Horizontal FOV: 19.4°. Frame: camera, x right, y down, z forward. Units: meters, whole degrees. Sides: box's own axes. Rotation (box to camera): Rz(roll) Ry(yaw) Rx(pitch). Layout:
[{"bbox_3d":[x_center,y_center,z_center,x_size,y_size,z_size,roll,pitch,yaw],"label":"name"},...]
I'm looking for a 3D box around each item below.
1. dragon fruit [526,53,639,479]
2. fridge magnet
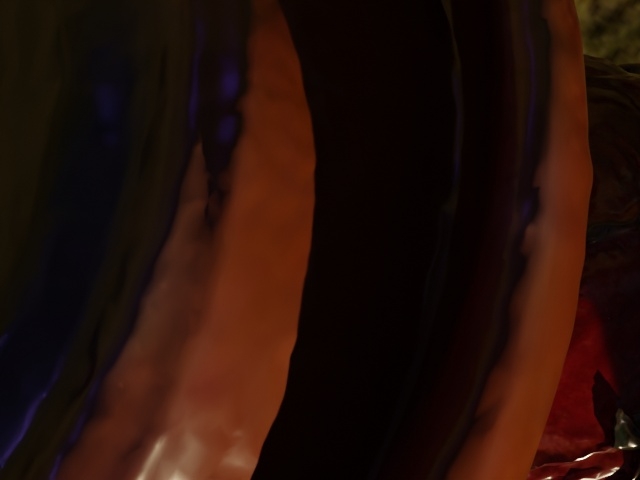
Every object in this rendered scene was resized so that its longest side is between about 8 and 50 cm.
[{"bbox_3d":[0.094,0.049,0.818,0.244,0.244,0.299,60,43,-32],"label":"dragon fruit"},{"bbox_3d":[-0.073,0.009,0.571,0.155,0.363,0.363,21,104,-40],"label":"fridge magnet"}]
